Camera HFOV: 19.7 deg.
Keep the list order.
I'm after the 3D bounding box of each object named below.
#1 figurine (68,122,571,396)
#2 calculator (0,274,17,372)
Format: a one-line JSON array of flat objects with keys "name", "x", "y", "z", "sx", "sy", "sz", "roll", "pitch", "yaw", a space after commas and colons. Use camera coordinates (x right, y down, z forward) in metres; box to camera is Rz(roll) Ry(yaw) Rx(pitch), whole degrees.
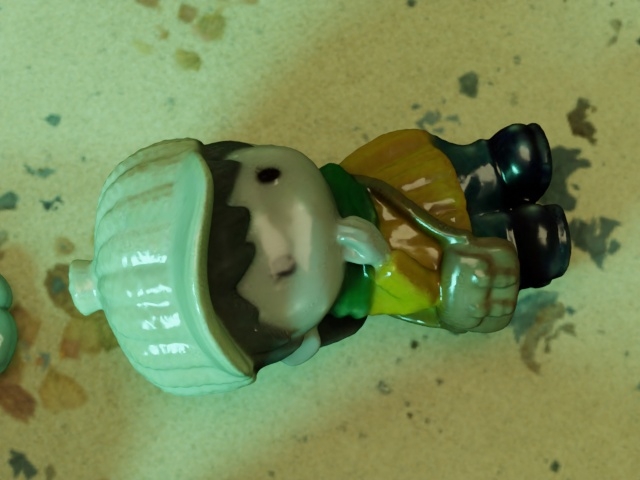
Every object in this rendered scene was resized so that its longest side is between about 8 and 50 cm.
[{"name": "figurine", "x": -0.002, "y": 0.010, "z": 1.293, "sx": 0.332, "sy": 0.204, "sz": 0.185, "roll": -3, "pitch": 69, "yaw": -29}, {"name": "calculator", "x": -0.366, "y": 0.054, "z": 1.333, "sx": 0.295, "sy": 0.042, "sz": 0.184, "roll": 1, "pitch": 73, "yaw": 3}]
